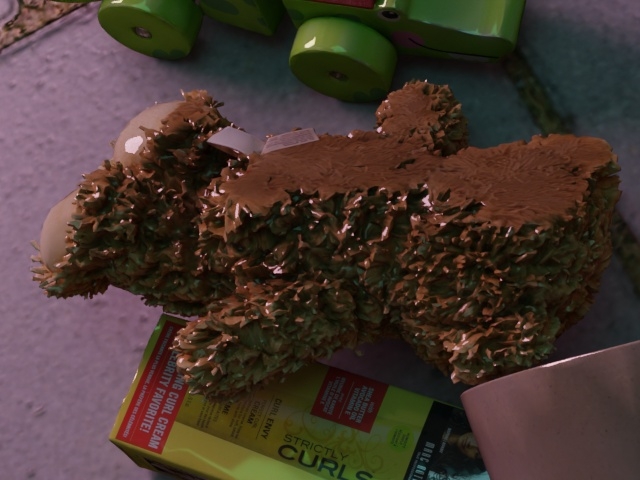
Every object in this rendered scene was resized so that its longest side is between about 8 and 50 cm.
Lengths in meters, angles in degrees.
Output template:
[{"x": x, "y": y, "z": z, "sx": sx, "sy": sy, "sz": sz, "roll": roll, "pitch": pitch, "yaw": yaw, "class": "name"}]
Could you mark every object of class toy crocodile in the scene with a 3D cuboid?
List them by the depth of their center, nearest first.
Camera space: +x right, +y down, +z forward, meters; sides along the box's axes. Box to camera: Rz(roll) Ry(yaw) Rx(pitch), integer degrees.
[{"x": -0.037, "y": -0.171, "z": 1.078, "sx": 0.340, "sy": 0.105, "sz": 0.115, "roll": 13, "pitch": 71, "yaw": 18, "class": "toy crocodile"}]

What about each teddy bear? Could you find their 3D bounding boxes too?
[{"x": 0.000, "y": 0.000, "z": 0.975, "sx": 0.338, "sy": 0.113, "sz": 0.245, "roll": -1, "pitch": 34, "yaw": 11, "class": "teddy bear"}]

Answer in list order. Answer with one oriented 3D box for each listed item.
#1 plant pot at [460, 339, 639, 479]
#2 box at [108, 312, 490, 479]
[{"x": 0.221, "y": 0.178, "z": 0.805, "sx": 0.256, "sy": 0.256, "sz": 0.274, "roll": -14, "pitch": 80, "yaw": 8, "class": "plant pot"}, {"x": 0.005, "y": 0.116, "z": 0.968, "sx": 0.232, "sy": 0.058, "sz": 0.087, "roll": 17, "pitch": 73, "yaw": 20, "class": "box"}]
